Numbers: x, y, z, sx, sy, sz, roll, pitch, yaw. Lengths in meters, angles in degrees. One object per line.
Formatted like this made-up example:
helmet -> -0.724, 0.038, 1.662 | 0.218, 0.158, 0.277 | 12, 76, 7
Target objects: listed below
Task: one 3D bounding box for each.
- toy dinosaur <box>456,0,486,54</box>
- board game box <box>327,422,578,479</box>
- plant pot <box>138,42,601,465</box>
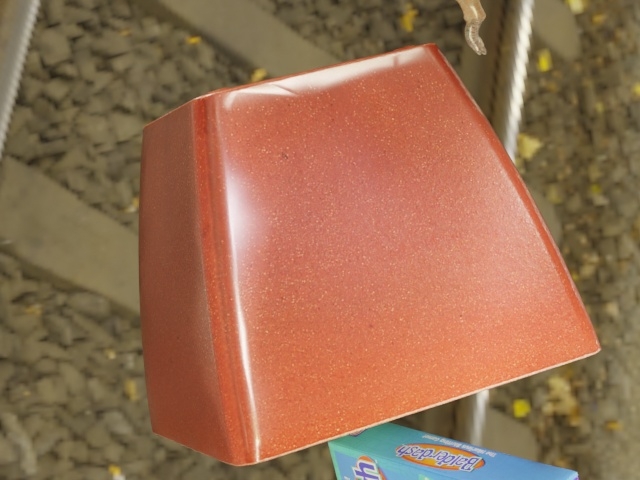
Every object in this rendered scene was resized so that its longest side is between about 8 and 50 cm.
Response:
toy dinosaur -> 0.124, -0.278, 1.091 | 0.295, 0.200, 0.127 | 56, 24, 15
board game box -> 0.108, 0.227, 1.075 | 0.047, 0.210, 0.160 | -29, 114, -36
plant pot -> 0.000, 0.000, 1.049 | 0.267, 0.267, 0.235 | -16, 93, -19
